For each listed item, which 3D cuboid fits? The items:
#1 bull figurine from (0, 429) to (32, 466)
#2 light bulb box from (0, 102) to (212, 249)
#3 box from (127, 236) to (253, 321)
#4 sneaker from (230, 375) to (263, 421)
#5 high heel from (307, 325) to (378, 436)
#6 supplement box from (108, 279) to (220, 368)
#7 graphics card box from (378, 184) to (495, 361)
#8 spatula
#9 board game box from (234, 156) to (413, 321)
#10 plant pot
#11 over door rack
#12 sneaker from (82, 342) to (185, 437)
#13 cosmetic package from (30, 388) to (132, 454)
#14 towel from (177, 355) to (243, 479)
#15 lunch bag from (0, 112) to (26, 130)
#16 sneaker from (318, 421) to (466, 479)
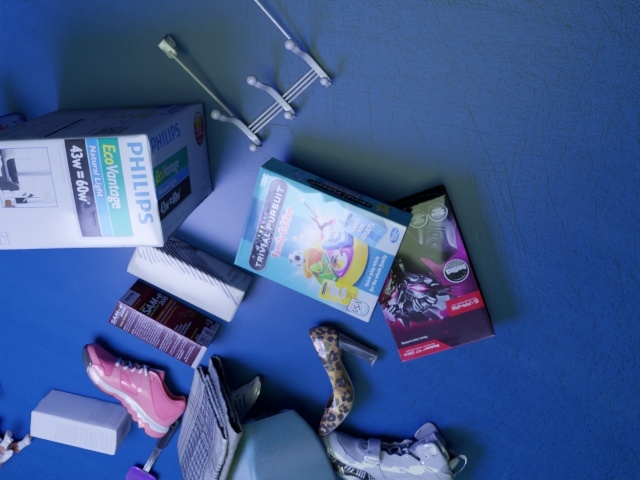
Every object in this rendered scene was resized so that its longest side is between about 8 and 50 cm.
[{"bbox_3d":[-0.940,0.490,1.819,0.188,0.101,0.310,-24,104,12],"label":"bull figurine"},{"bbox_3d":[-0.456,-0.146,1.403,0.361,0.358,0.225,-1,111,8],"label":"light bulb box"},{"bbox_3d":[-0.310,0.081,1.598,0.275,0.113,0.094,26,109,-4],"label":"box"},{"bbox_3d":[-0.211,0.408,1.728,0.075,0.057,0.161,29,113,-10],"label":"sneaker"},{"bbox_3d":[0.005,0.345,1.653,0.186,0.093,0.261,28,93,-10],"label":"high heel"},{"bbox_3d":[-0.380,0.204,1.638,0.239,0.130,0.073,29,110,-5],"label":"supplement box"},{"bbox_3d":[0.238,0.082,1.543,0.233,0.094,0.371,-18,105,13],"label":"graphics card box"},{"bbox_3d":[-0.457,0.590,1.834,0.084,0.030,0.296,30,110,-2],"label":"spatula"},{"bbox_3d":[0.000,0.000,1.468,0.336,0.079,0.253,23,118,8],"label":"board game box"},{"bbox_3d":[-0.130,0.559,1.646,0.247,0.248,0.252,-23,78,50],"label":"plant pot"},{"bbox_3d":[-0.167,-0.380,1.421,0.239,0.108,0.324,-39,101,16],"label":"over door rack"},{"bbox_3d":[-0.477,0.362,1.734,0.136,0.116,0.314,-42,102,0],"label":"sneaker"},{"bbox_3d":[-0.634,0.482,1.773,0.231,0.117,0.085,11,109,4],"label":"cosmetic package"},{"bbox_3d":[-0.288,0.490,1.645,0.056,0.312,0.324,11,111,-25],"label":"towel"},{"bbox_3d":[-0.713,-0.152,1.504,0.138,0.221,0.293,-9,108,9],"label":"lunch bag"},{"bbox_3d":[0.185,0.539,1.693,0.366,0.137,0.210,33,102,-1],"label":"sneaker"}]
